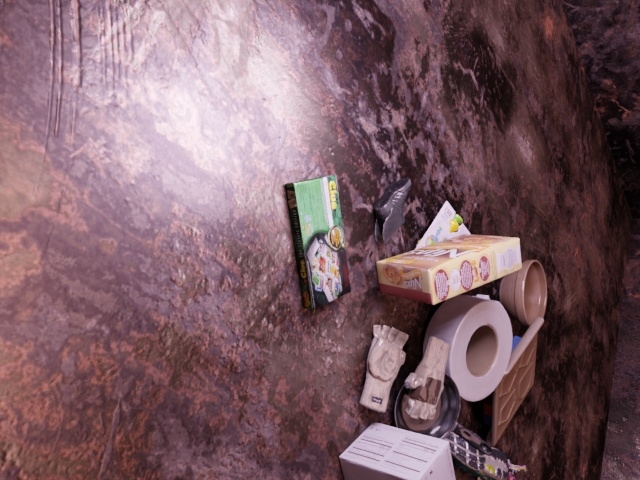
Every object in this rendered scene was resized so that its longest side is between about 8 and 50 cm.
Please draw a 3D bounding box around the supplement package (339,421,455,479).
[{"bbox_3d":[0.186,0.576,1.163,0.145,0.204,0.262,-27,109,-46],"label":"supplement package"}]

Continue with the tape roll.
[{"bbox_3d":[0.418,0.298,1.468,0.286,0.100,0.287,-5,98,-36],"label":"tape roll"}]

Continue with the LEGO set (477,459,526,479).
[{"bbox_3d":[0.582,0.777,1.686,0.287,0.107,0.132,-5,93,-49],"label":"LEGO set"}]

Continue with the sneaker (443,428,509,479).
[{"bbox_3d":[0.436,0.639,1.525,0.275,0.110,0.107,39,42,-22],"label":"sneaker"}]

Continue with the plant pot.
[{"bbox_3d":[0.702,0.186,1.829,0.237,0.109,0.238,2,87,-49],"label":"plant pot"}]

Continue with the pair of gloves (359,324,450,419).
[{"bbox_3d":[0.208,0.323,1.272,0.240,0.042,0.204,18,78,-25],"label":"pair of gloves"}]

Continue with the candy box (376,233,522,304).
[{"bbox_3d":[0.317,0.061,1.275,0.316,0.182,0.088,-14,101,-31],"label":"candy box"}]

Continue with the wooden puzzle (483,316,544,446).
[{"bbox_3d":[0.620,0.454,1.713,0.322,0.080,0.348,-35,133,-38],"label":"wooden puzzle"}]

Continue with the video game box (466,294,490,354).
[{"bbox_3d":[0.502,0.307,1.648,0.187,0.048,0.205,-41,119,-38],"label":"video game box"}]

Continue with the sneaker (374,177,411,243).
[{"bbox_3d":[0.181,-0.074,1.284,0.170,0.051,0.089,-46,122,-33],"label":"sneaker"}]

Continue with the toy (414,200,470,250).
[{"bbox_3d":[0.304,0.024,1.407,0.137,0.056,0.237,48,69,-26],"label":"toy"}]

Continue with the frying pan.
[{"bbox_3d":[0.328,0.441,1.359,0.326,0.053,0.198,15,85,-22],"label":"frying pan"}]

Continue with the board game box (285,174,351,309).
[{"bbox_3d":[0.000,0.000,1.091,0.136,0.030,0.260,-16,102,-46],"label":"board game box"}]
